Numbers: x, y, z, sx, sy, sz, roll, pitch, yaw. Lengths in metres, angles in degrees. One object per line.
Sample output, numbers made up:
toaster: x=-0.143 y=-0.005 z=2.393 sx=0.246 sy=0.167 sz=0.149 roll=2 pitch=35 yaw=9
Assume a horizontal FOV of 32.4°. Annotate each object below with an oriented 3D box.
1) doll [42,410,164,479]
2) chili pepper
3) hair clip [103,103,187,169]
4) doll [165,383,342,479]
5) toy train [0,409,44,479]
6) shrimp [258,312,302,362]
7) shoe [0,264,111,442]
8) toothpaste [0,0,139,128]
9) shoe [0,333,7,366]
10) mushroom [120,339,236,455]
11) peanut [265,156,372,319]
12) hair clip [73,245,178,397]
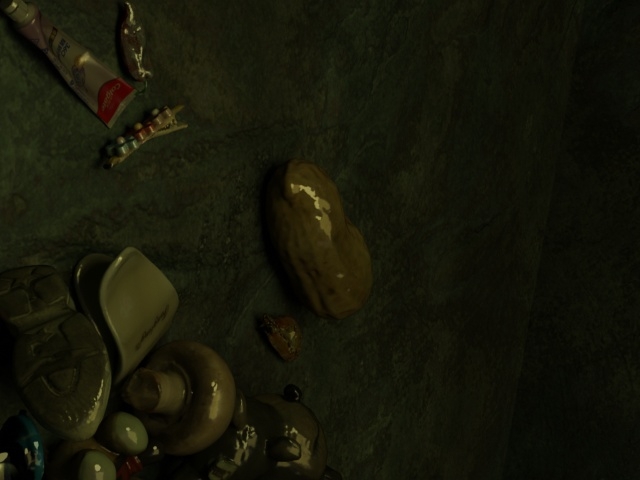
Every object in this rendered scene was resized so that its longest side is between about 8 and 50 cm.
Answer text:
doll: x=-0.357 y=0.431 z=1.795 sx=0.235 sy=0.174 sz=0.330 roll=-56 pitch=144 yaw=-50
chili pepper: x=-0.307 y=-0.318 z=1.818 sx=0.050 sy=0.041 sz=0.153 roll=-51 pitch=130 yaw=-67
hair clip: x=-0.295 y=-0.183 z=1.851 sx=0.214 sy=0.062 sz=0.056 roll=-38 pitch=116 yaw=-48
doll: x=-0.157 y=0.440 z=2.109 sx=0.379 sy=0.252 sz=0.382 roll=-47 pitch=141 yaw=6
toy train: x=-0.489 y=0.368 z=1.475 sx=0.188 sy=0.300 sz=0.265 roll=-3 pitch=86 yaw=-42
shrimp: x=-0.084 y=0.192 z=2.270 sx=0.184 sy=0.043 sz=0.091 roll=44 pitch=53 yaw=-58
shoe: x=-0.374 y=0.199 z=1.614 sx=0.132 sy=0.342 sz=0.211 roll=-23 pitch=131 yaw=-15
toothpaste: x=-0.388 y=-0.280 z=1.704 sx=0.301 sy=0.048 sz=0.075 roll=45 pitch=56 yaw=-53
shoe: x=-0.504 y=0.107 z=1.595 sx=0.077 sy=0.074 sz=0.194 roll=-62 pitch=140 yaw=-35
mushroom: x=-0.254 y=0.265 z=1.884 sx=0.204 sy=0.204 sz=0.204 roll=-17 pitch=111 yaw=-54
peanut: x=0.000 y=0.000 z=2.233 sx=0.192 sy=0.169 sz=0.387 roll=-59 pitch=141 yaw=-39
hair clip: x=-0.317 y=0.120 z=1.835 sx=0.172 sy=0.113 sz=0.282 roll=-52 pitch=137 yaw=-37
